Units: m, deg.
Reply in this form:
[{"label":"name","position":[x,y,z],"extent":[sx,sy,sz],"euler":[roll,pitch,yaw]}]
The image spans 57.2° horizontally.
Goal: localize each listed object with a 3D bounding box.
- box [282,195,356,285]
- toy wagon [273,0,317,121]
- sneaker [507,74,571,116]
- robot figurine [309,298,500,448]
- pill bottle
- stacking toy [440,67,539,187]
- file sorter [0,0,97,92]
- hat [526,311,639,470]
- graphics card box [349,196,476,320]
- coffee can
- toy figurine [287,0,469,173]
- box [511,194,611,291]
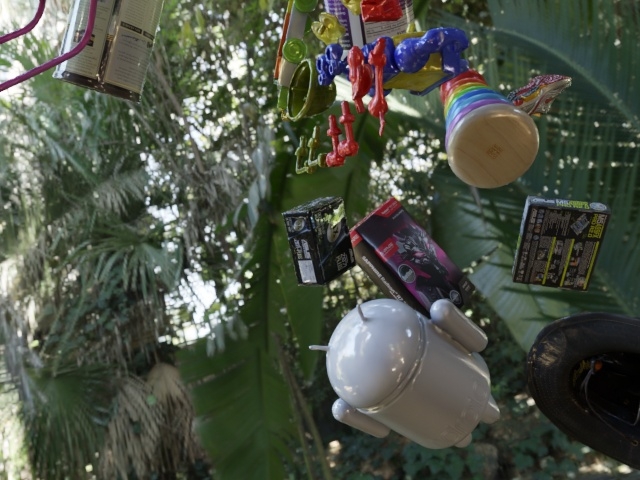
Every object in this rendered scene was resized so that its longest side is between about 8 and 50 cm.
[{"label":"box","position":[0.000,0.000,1.385],"extent":[0.078,0.180,0.147],"euler":[-3,15,37]},{"label":"toy wagon","position":[-0.069,-0.475,1.474],"extent":[0.068,0.344,0.267],"euler":[13,7,-5]},{"label":"sneaker","position":[0.622,-0.407,1.671],"extent":[0.225,0.088,0.092],"euler":[-29,-60,-17]},{"label":"robot figurine","position":[0.156,0.233,1.039],"extent":[0.353,0.199,0.300],"euler":[34,-75,-22]},{"label":"pill bottle","position":[0.098,-0.493,1.211],"extent":[0.182,0.181,0.322],"euler":[-16,-59,-7]},{"label":"stacking toy","position":[0.270,-0.226,1.039],"extent":[0.141,0.330,0.141],"euler":[0,-57,0]},{"label":"file sorter","position":[-0.391,-0.301,0.577],"extent":[0.182,0.291,0.202],"euler":[-61,-1,40]},{"label":"hat","position":[0.490,0.206,0.874],"extent":[0.134,0.331,0.331],"euler":[-39,-3,-39]},{"label":"graphics card box","position":[0.249,0.073,1.661],"extent":[0.233,0.371,0.094],"euler":[-37,-4,-45]},{"label":"coffee can","position":[-0.497,-0.489,1.395],"extent":[0.202,0.275,0.201],"euler":[16,6,-2]},{"label":"toy figurine","position":[0.101,-0.210,0.824],"extent":[0.217,0.191,0.362],"euler":[-9,-2,-18]},{"label":"box","position":[0.679,0.012,1.680],"extent":[0.216,0.060,0.270],"euler":[6,-57,10]}]
